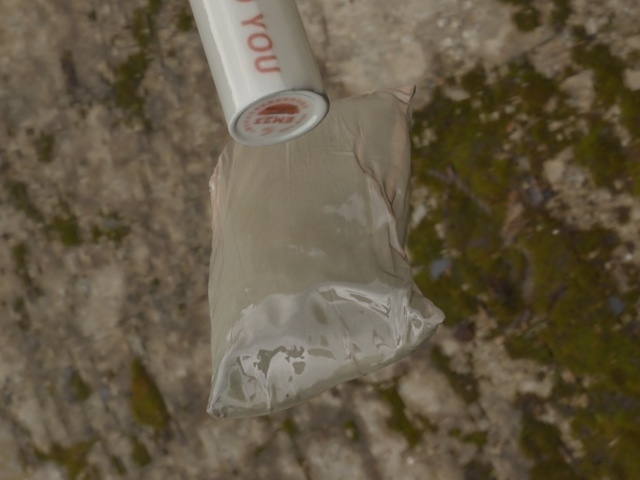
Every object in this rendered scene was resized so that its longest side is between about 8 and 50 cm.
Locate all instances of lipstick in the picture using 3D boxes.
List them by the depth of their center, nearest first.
[{"bbox_3d":[-0.032,-0.099,0.526,0.038,0.038,0.131,-41,57,40],"label":"lipstick"}]

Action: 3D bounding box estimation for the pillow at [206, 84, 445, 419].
[{"bbox_3d":[0.000,0.000,1.012,0.173,0.270,0.067,-14,136,10],"label":"pillow"}]
